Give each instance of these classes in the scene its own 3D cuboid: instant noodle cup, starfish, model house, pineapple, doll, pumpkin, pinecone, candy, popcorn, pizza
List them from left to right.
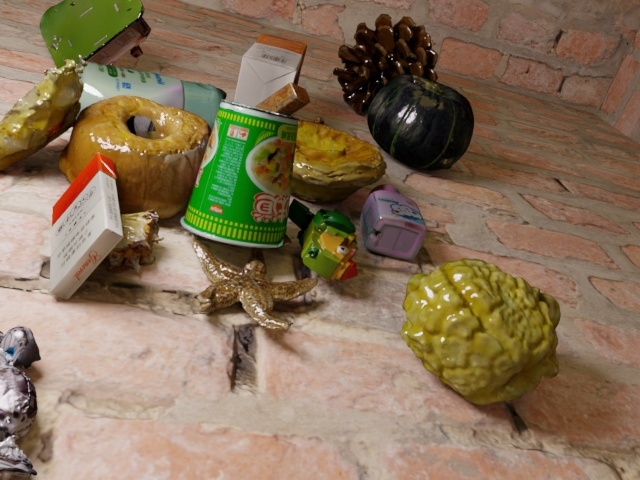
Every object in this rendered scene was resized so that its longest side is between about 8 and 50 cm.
[{"bbox_3d":[-0.358,0.177,0.681,0.094,0.051,0.226,-10,36,-25],"label":"candy"},{"bbox_3d":[-0.498,-0.229,1.103,0.075,0.287,0.280,48,51,-14],"label":"pizza"},{"bbox_3d":[-0.600,-0.590,1.697,0.207,0.294,0.154,61,11,15],"label":"model house"},{"bbox_3d":[-0.325,-0.004,0.998,0.116,0.069,0.137,21,30,3],"label":"pineapple"},{"bbox_3d":[-0.129,-0.123,1.104,0.207,0.233,0.207,13,11,-3],"label":"instant noodle cup"},{"bbox_3d":[-0.112,0.068,1.001,0.235,0.062,0.277,-12,33,-42],"label":"starfish"},{"bbox_3d":[0.007,0.004,1.135,0.134,0.106,0.186,25,25,-21],"label":"doll"},{"bbox_3d":[0.198,-0.590,2.106,0.384,0.384,0.384,14,28,-8],"label":"pinecone"},{"bbox_3d":[0.291,-0.344,1.790,0.323,0.241,0.323,18,31,-11],"label":"pumpkin"},{"bbox_3d":[0.270,0.153,0.978,0.286,0.174,0.225,20,41,-19],"label":"popcorn"}]

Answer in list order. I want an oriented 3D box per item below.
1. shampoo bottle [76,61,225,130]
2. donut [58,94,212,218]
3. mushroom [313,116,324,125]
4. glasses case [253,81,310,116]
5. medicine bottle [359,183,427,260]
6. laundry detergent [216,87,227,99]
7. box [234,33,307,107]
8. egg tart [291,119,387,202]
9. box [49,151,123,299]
[{"bbox_3d":[-0.389,-0.312,1.424,0.349,0.151,0.222,4,26,-27],"label":"shampoo bottle"},{"bbox_3d":[-0.347,-0.169,1.197,0.299,0.150,0.317,0,33,-35],"label":"donut"},{"bbox_3d":[-0.010,-0.305,1.709,0.088,0.073,0.129,45,1,17],"label":"mushroom"},{"bbox_3d":[-0.132,-0.306,1.507,0.075,0.218,0.049,2,63,-62],"label":"glasses case"},{"bbox_3d":[0.151,-0.048,1.331,0.119,0.094,0.188,14,28,-12],"label":"medicine bottle"},{"bbox_3d":[-0.332,-0.396,1.701,0.137,0.063,0.211,18,27,14],"label":"laundry detergent"},{"bbox_3d":[-0.140,-0.427,1.698,0.143,0.225,0.341,16,28,-3],"label":"box"},{"bbox_3d":[-0.004,-0.181,1.437,0.341,0.132,0.341,14,26,-7],"label":"egg tart"},{"bbox_3d":[-0.369,-0.031,0.952,0.035,0.139,0.245,35,14,-36],"label":"box"}]
